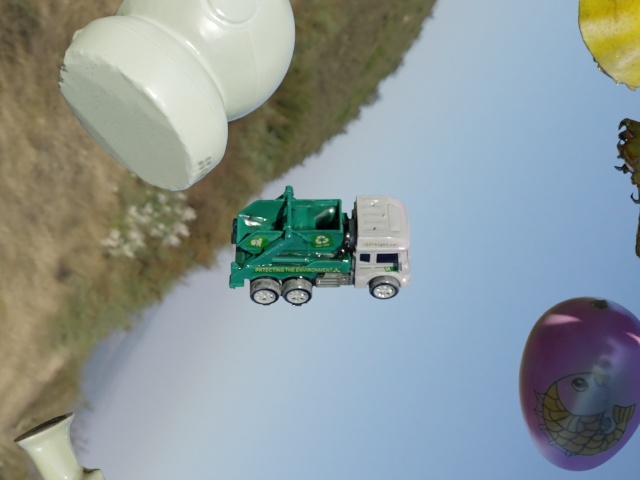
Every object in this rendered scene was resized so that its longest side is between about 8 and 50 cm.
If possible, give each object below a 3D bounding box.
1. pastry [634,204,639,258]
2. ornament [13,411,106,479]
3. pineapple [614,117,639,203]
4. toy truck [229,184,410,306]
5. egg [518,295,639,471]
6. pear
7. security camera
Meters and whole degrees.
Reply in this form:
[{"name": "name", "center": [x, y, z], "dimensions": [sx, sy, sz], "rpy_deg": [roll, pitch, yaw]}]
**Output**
[{"name": "pastry", "center": [0.615, -0.080, 1.568], "dimensions": [0.337, 0.292, 0.405], "rpy_deg": [-20, 140, -20]}, {"name": "ornament", "center": [-0.240, 0.252, 1.159], "dimensions": [0.081, 0.156, 0.075], "rpy_deg": [-22, -177, 9]}, {"name": "pineapple", "center": [0.389, -0.087, 1.280], "dimensions": [0.116, 0.137, 0.069], "rpy_deg": [-34, -142, 33]}, {"name": "toy truck", "center": [0.000, 0.000, 1.378], "dimensions": [0.116, 0.216, 0.110], "rpy_deg": [91, -1, -51]}, {"name": "egg", "center": [0.386, 0.210, 1.717], "dimensions": [0.196, 0.196, 0.271], "rpy_deg": [-64, 151, -52]}, {"name": "pear", "center": [0.534, -0.360, 1.759], "dimensions": [0.267, 0.267, 0.178], "rpy_deg": [-59, -159, -15]}, {"name": "security camera", "center": [-0.127, -0.191, 1.200], "dimensions": [0.236, 0.194, 0.194], "rpy_deg": [-49, -179, -24]}]
